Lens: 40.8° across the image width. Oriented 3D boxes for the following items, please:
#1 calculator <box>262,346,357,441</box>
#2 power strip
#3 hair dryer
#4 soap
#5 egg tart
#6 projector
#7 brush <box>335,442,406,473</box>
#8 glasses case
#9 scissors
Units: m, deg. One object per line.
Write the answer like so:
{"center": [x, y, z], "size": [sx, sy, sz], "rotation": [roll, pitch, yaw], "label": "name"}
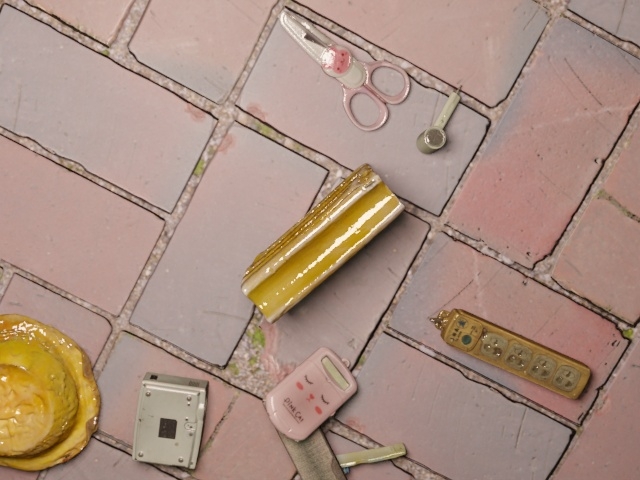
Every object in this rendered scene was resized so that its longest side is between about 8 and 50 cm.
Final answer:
{"center": [-0.014, 0.255, 1.443], "size": [0.175, 0.032, 0.100], "rotation": [-39, 92, -26], "label": "calculator"}
{"center": [0.326, 0.191, 1.467], "size": [0.305, 0.044, 0.064], "rotation": [24, 99, -4], "label": "power strip"}
{"center": [0.201, -0.199, 1.395], "size": [0.038, 0.063, 0.124], "rotation": [31, 85, -4], "label": "hair dryer"}
{"center": [0.000, 0.000, 1.364], "size": [0.274, 0.173, 0.089], "rotation": [-41, 100, 6], "label": "soap"}
{"center": [-0.509, 0.266, 1.435], "size": [0.288, 0.118, 0.288], "rotation": [-1, 101, -5], "label": "egg tart"}
{"center": [-0.256, 0.309, 1.470], "size": [0.115, 0.061, 0.147], "rotation": [8, 100, -4], "label": "projector"}
{"center": [0.063, 0.386, 1.502], "size": [0.178, 0.033, 0.030], "rotation": [-11, 106, 1], "label": "brush"}
{"center": [-0.023, 0.350, 1.464], "size": [0.070, 0.047, 0.205], "rotation": [-27, 86, -1], "label": "glasses case"}
{"center": [0.027, -0.285, 1.388], "size": [0.242, 0.030, 0.118], "rotation": [38, 97, -11], "label": "scissors"}
